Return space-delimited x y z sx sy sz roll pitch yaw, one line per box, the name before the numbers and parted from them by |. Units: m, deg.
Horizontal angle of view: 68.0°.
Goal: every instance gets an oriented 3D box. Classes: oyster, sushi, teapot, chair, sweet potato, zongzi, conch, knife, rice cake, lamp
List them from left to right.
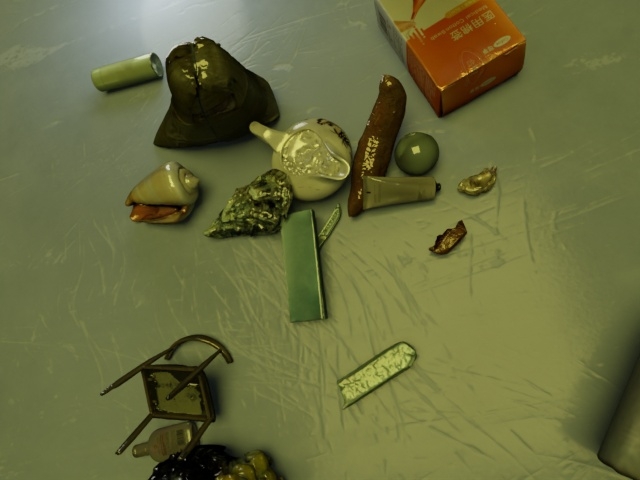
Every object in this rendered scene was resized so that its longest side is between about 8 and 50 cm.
conch | -0.416 -0.127 1.287 0.255 0.127 0.158 -8 106 35
chair | -0.335 0.352 1.101 0.188 0.272 0.166 -1 106 15
zongzi | -0.339 -0.334 1.178 0.394 0.356 0.174 -14 84 13
sushi | -0.210 0.604 0.951 0.286 0.329 0.327 -2 73 20
oyster | -0.176 -0.088 1.194 0.252 0.087 0.199 12 106 28
teapot | -0.044 -0.208 1.173 0.300 0.166 0.208 27 102 17
knife | 0.000 0.000 1.190 0.028 0.015 0.210 30 86 23
sweet potato | 0.130 -0.221 1.148 0.092 0.114 0.341 21 111 14
rice cake | 0.124 0.297 1.065 0.207 0.069 0.063 -35 74 7
lamp | 0.229 -0.207 1.131 0.105 0.105 0.105 -3 77 14
sushi | 0.295 -0.002 1.096 0.099 0.050 0.047 -43 77 -5
oyster | 0.374 -0.139 1.125 0.083 0.038 0.080 6 67 41

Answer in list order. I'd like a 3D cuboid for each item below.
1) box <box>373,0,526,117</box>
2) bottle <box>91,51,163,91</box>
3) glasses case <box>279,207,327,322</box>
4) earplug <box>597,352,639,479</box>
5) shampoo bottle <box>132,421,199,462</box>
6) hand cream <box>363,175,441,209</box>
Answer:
box | 0.306 -0.506 1.162 0.225 0.143 0.341 -30 73 7
bottle | -0.579 -0.503 1.422 0.202 0.072 0.071 -9 75 12
glasses case | -0.036 0.062 1.159 0.105 0.056 0.265 -12 80 32
earplug | 0.702 0.269 0.794 0.313 0.312 0.393 24 84 18
shampoo bottle | -0.380 0.499 1.161 0.165 0.040 0.079 -18 75 10
hand cream | 0.193 -0.120 1.127 0.186 0.054 0.087 -4 118 -2
